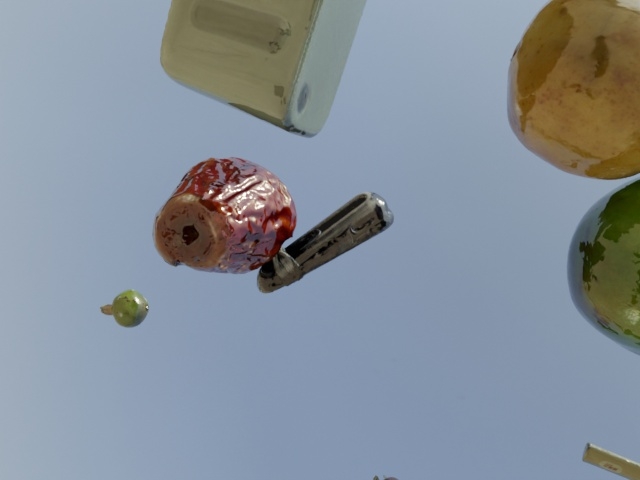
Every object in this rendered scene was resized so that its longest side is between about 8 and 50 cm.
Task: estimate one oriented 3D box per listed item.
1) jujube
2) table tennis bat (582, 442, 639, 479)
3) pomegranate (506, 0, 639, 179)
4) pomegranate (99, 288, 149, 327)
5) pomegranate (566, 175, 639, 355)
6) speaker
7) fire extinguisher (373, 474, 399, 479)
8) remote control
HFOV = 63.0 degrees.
[{"bbox_3d":[-0.143,-0.034,0.835,0.197,0.290,0.197,3,-78,15],"label":"jujube"},{"bbox_3d":[0.459,0.312,0.643,0.246,0.022,0.138,17,-55,24],"label":"table tennis bat"},{"bbox_3d":[0.328,-0.185,0.622,0.233,0.233,0.233,3,-84,36],"label":"pomegranate"},{"bbox_3d":[-0.373,0.136,1.004,0.084,0.073,0.073,-33,-107,11],"label":"pomegranate"},{"bbox_3d":[0.437,0.046,0.595,0.302,0.236,0.236,-139,-121,-62],"label":"pomegranate"},{"bbox_3d":[-0.039,-0.348,0.631,0.184,0.183,0.406,21,-79,13],"label":"speaker"},{"bbox_3d":[0.175,0.560,1.087,0.099,0.071,0.231,59,-21,-20],"label":"fire extinguisher"},{"bbox_3d":[0.000,0.000,0.889,0.266,0.090,0.066,-30,-70,-5],"label":"remote control"}]
